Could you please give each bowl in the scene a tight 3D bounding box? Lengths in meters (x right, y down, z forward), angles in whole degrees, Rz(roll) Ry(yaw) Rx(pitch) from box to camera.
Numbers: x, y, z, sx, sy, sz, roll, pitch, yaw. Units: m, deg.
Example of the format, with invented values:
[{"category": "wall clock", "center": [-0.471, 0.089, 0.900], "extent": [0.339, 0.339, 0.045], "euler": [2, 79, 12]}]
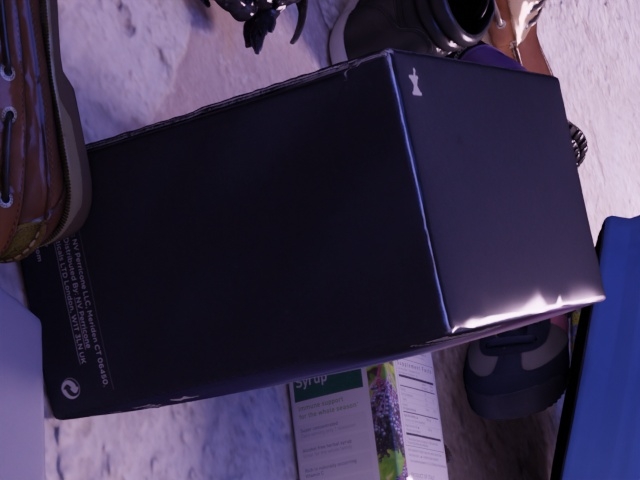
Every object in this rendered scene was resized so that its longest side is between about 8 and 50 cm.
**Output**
[{"category": "bowl", "center": [0.283, 0.160, 1.604], "extent": [0.391, 0.077, 0.391], "euler": [10, 90, -82]}]

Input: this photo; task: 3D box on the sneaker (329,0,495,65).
[{"category": "sneaker", "center": [0.109, -0.259, 1.602], "extent": [0.104, 0.147, 0.295], "euler": [54, 32, -30]}]

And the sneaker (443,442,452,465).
[{"category": "sneaker", "center": [0.052, 0.168, 1.400], "extent": [0.118, 0.067, 0.042], "euler": [47, 26, 14]}]

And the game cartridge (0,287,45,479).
[{"category": "game cartridge", "center": [-0.256, 0.081, 0.850], "extent": [0.294, 0.060, 0.196], "euler": [27, 57, -55]}]

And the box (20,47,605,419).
[{"category": "box", "center": [0.000, 0.000, 1.105], "extent": [0.296, 0.294, 0.182], "euler": [-5, 80, -62]}]

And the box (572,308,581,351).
[{"category": "box", "center": [0.437, 0.212, 1.937], "extent": [0.279, 0.177, 0.290], "euler": [45, 40, -44]}]

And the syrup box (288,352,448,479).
[{"category": "syrup box", "center": [0.036, 0.135, 1.319], "extent": [0.096, 0.093, 0.236], "euler": [19, 60, -57]}]

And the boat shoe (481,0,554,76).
[{"category": "boat shoe", "center": [0.200, -0.274, 1.811], "extent": [0.324, 0.116, 0.123], "euler": [55, 33, -33]}]

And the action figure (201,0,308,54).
[{"category": "action figure", "center": [-0.055, -0.261, 1.304], "extent": [0.276, 0.141, 0.164], "euler": [40, 53, -46]}]

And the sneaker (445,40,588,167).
[{"category": "sneaker", "center": [0.209, -0.135, 1.773], "extent": [0.124, 0.107, 0.283], "euler": [50, -3, 27]}]

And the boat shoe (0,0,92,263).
[{"category": "boat shoe", "center": [-0.221, -0.136, 0.961], "extent": [0.104, 0.111, 0.307], "euler": [-25, 97, -62]}]

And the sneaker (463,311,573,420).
[{"category": "sneaker", "center": [0.196, 0.057, 1.633], "extent": [0.319, 0.112, 0.131], "euler": [-68, 146, -61]}]
